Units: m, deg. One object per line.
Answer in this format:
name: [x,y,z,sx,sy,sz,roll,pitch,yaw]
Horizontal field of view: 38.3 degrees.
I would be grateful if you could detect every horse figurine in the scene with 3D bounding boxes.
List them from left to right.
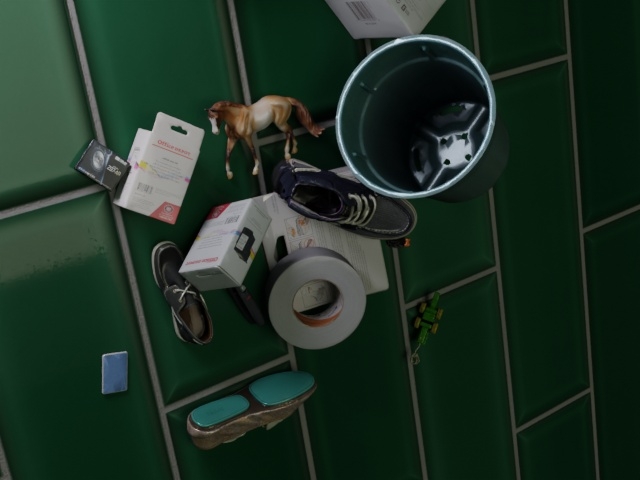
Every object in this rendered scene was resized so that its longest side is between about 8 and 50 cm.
horse figurine: [-0.120,-0.238,1.937,0.263,0.066,0.174,-23,118,-27]

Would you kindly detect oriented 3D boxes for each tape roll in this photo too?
tape roll: [-0.012,0.127,2.034,0.219,0.072,0.219,-3,108,-10]

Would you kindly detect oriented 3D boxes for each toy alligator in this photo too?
toy alligator: [0.264,0.220,2.312,0.051,0.056,0.190,28,81,-76]

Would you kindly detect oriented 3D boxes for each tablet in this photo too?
tablet: [-0.417,0.268,1.867,0.054,0.006,0.083,-4,103,-35]

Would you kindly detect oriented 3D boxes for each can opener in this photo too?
can opener: [-0.168,0.115,1.978,0.073,0.059,0.186,-40,119,-23]

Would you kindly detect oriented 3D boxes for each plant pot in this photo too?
plant pot: [0.252,-0.232,2.010,0.334,0.341,0.341,17,90,-65]

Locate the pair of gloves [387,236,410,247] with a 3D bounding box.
pair of gloves: [0.192,-0.022,2.234,0.074,0.010,0.083,0,102,-36]

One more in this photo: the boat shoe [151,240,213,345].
boat shoe: [-0.278,0.109,1.890,0.084,0.079,0.233,-26,112,-26]

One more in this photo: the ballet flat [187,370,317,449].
ballet flat: [-0.152,0.378,2.034,0.316,0.107,0.106,-14,128,-27]

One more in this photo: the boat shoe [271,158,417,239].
boat shoe: [0.063,-0.065,1.942,0.340,0.158,0.127,16,105,-16]

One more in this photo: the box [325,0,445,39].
box: [0.190,-0.613,1.985,0.345,0.215,0.168,-52,124,-14]

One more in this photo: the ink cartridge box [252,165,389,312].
ink cartridge box: [0.000,0.000,2.071,0.261,0.066,0.296,-14,109,-6]

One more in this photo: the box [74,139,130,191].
box: [-0.417,-0.143,1.761,0.083,0.018,0.067,35,79,-18]

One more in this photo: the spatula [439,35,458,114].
spatula: [0.294,-0.341,2.227,0.084,0.030,0.296,11,93,-38]

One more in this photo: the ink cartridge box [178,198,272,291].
ink cartridge box: [-0.192,0.011,1.865,0.072,0.127,0.175,46,52,-33]

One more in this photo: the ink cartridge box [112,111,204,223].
ink cartridge box: [-0.317,-0.145,1.816,0.115,0.067,0.198,20,89,-36]
